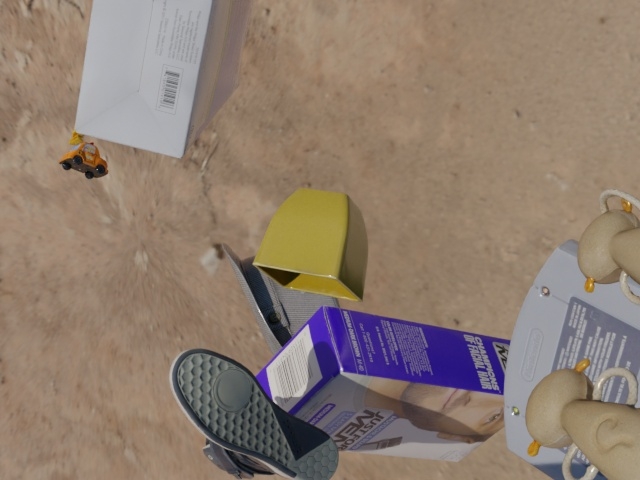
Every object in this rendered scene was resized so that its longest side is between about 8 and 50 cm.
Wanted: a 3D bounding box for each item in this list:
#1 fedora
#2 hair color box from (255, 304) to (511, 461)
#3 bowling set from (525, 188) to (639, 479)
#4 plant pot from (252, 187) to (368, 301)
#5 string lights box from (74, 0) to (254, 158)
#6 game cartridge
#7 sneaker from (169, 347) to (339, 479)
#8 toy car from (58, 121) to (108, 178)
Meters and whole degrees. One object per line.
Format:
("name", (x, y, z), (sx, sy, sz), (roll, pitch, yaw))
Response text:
("fedora", (-0.035, 0.101, 1.523), (0.124, 0.243, 0.275), (-26, 70, -1))
("hair color box", (0.102, 0.202, 1.334), (0.339, 0.185, 0.110), (12, 46, -34))
("bowling set", (0.255, 0.036, 0.584), (0.200, 0.154, 0.287), (28, 88, -20))
("plant pot", (0.000, 0.000, 0.888), (0.082, 0.081, 0.083), (10, 76, 22))
("string lights box", (-0.100, -0.161, 0.733), (0.077, 0.259, 0.133), (13, 109, -1))
("game cartridge", (0.306, 0.153, 1.123), (0.060, 0.196, 0.294), (-26, 133, -43))
("sneaker", (-0.108, 0.196, 1.099), (0.226, 0.163, 0.086), (43, 65, -26))
("toy car", (-0.274, -0.112, 1.183), (0.060, 0.122, 0.040), (15, 69, -19))
